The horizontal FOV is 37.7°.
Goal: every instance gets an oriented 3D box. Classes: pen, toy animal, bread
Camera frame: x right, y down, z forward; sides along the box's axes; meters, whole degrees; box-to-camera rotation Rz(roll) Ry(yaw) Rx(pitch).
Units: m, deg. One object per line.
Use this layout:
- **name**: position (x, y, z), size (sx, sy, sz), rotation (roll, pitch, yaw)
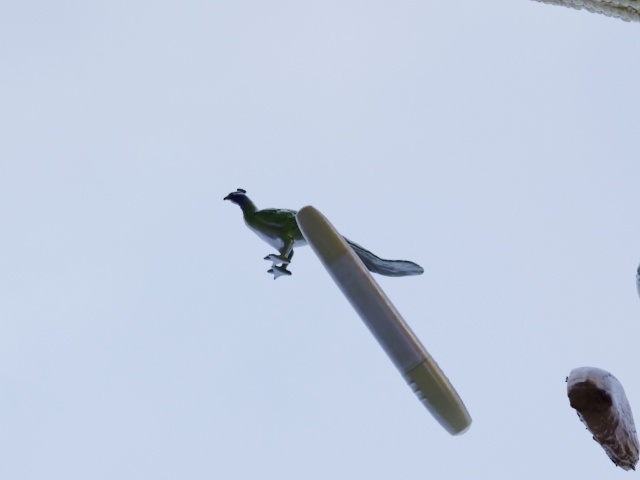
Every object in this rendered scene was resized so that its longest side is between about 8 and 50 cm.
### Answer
- **pen**: position (0.053, 0.067, 0.794), size (0.032, 0.040, 0.233), rotation (-35, -94, -8)
- **toy animal**: position (-0.009, 0.011, 0.933), size (0.216, 0.041, 0.075), rotation (24, -126, 17)
- **bread**: position (0.356, 0.209, 1.153), size (0.044, 0.126, 0.129), rotation (-37, -176, 21)

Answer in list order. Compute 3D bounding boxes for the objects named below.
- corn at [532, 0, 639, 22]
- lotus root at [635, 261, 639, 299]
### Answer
- **corn**: position (0.178, -0.186, 0.606), size (0.238, 0.080, 0.080), rotation (26, -117, 35)
- **lotus root**: position (0.508, 0.075, 1.144), size (0.154, 0.278, 0.154), rotation (-45, -149, 36)
